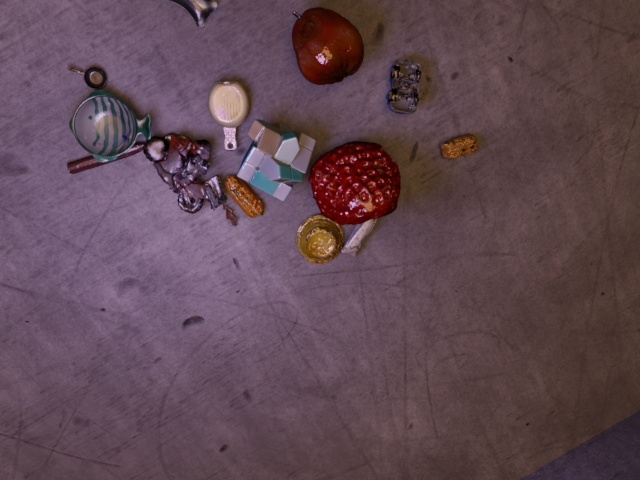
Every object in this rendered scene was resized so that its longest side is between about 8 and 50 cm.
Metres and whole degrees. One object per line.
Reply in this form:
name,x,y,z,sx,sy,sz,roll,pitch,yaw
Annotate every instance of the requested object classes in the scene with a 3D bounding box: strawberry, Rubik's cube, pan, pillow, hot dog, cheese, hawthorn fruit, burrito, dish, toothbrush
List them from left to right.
pan,-0.739,-0.525,1.466,0.115,0.023,0.068,20,102,-16
dish,-0.665,-0.364,1.486,0.246,0.078,0.224,0,97,-7
toothbrush,-0.658,-0.292,1.534,0.364,0.041,0.040,-18,107,-4
pillow,-0.400,-0.750,1.443,0.136,0.055,0.091,38,77,-18
cheese,-0.304,-0.414,1.541,0.137,0.064,0.227,-1,104,-5
hot dog,-0.268,-0.152,1.621,0.072,0.055,0.188,-40,106,2
Rubik's cube,-0.147,-0.279,1.505,0.224,0.265,0.213,28,115,-17
hawthorn fruit,0.010,-0.627,1.460,0.224,0.224,0.260,-35,94,2
strawberry,0.128,-0.181,1.523,0.318,0.345,0.295,15,103,-12
burrito,0.148,-0.026,1.717,0.064,0.064,0.203,29,101,-15

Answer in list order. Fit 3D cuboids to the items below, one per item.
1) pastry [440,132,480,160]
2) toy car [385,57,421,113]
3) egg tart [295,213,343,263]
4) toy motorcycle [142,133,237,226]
pastry,0.510,-0.345,1.687,0.140,0.056,0.079,-23,118,-4
toy car,0.282,-0.522,1.590,0.097,0.100,0.190,8,84,-10
egg tart,0.000,0.000,1.695,0.191,0.074,0.191,-3,107,-10
toy motorcycle,-0.408,-0.196,1.551,0.207,0.134,0.400,-28,106,6
